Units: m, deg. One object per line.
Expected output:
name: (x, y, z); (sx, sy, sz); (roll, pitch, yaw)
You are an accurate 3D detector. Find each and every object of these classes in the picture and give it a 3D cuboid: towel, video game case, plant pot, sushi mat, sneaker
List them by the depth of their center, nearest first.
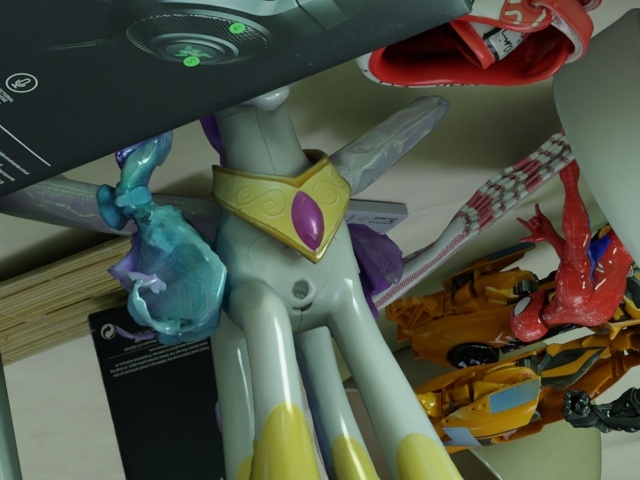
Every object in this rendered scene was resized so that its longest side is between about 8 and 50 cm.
sneaker: (0.130, -0.155, 0.695); (0.270, 0.145, 0.090); (-15, 154, 13)
towel: (0.117, -0.028, 1.044); (0.197, 0.029, 0.144); (-36, 174, -35)
sushi mat: (-0.171, 0.038, 1.160); (0.316, 0.019, 0.151); (-20, 156, 22)
video game case: (0.000, 0.000, 1.188); (0.087, 0.011, 0.122); (3, 153, -35)
plant pot: (0.162, 0.198, 1.467); (0.191, 0.284, 0.284); (-41, 172, -30)

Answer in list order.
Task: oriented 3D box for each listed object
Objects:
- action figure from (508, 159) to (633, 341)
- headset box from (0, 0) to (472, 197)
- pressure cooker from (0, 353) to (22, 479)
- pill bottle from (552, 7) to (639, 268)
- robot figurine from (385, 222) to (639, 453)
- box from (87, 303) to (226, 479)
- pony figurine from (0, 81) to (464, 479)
action figure: (0.235, -0.041, 1.138); (0.280, 0.139, 0.091); (-42, 147, 10)
headset box: (-0.102, -0.155, 0.577); (0.283, 0.131, 0.246); (-20, 149, 17)
pressure cooker: (-0.337, 0.121, 0.763); (0.369, 0.420, 0.375); (-5, 157, -27)
pill bottle: (0.329, -0.115, 0.750); (0.392, 0.224, 0.224); (-33, 151, 25)
robot figurine: (0.190, 0.075, 1.241); (0.291, 0.211, 0.085); (-22, 133, 27)
box: (-0.087, 0.155, 1.242); (0.103, 0.184, 0.261); (-15, 166, 7)
pony figurine: (-0.029, 0.011, 0.845); (0.302, 0.364, 0.351); (-13, 174, -13)
